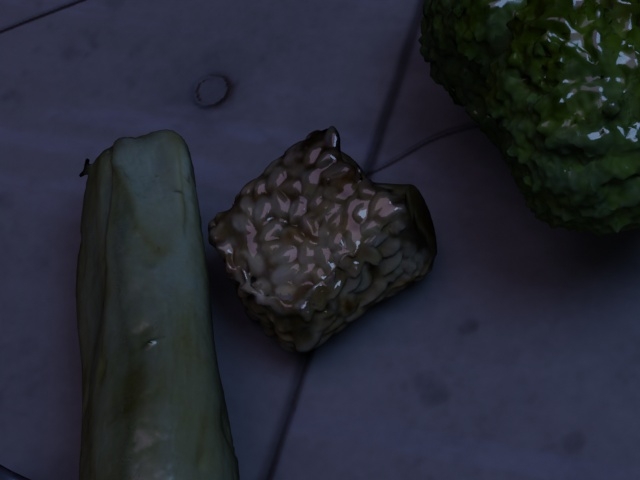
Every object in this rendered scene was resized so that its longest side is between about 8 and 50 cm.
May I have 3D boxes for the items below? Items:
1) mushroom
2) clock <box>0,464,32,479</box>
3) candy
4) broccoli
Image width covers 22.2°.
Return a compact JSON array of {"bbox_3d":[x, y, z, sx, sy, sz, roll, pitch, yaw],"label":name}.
[{"bbox_3d":[-0.086,0.091,0.821,0.081,0.100,0.312,6,56,-24],"label":"mushroom"},{"bbox_3d":[-0.266,0.177,0.831,0.253,0.083,0.186,16,66,22],"label":"clock"},{"bbox_3d":[0.000,0.000,0.861,0.110,0.085,0.095,-42,51,-5],"label":"candy"},{"bbox_3d":[0.200,-0.129,0.834,0.302,0.186,0.254,-31,19,-3],"label":"broccoli"}]
